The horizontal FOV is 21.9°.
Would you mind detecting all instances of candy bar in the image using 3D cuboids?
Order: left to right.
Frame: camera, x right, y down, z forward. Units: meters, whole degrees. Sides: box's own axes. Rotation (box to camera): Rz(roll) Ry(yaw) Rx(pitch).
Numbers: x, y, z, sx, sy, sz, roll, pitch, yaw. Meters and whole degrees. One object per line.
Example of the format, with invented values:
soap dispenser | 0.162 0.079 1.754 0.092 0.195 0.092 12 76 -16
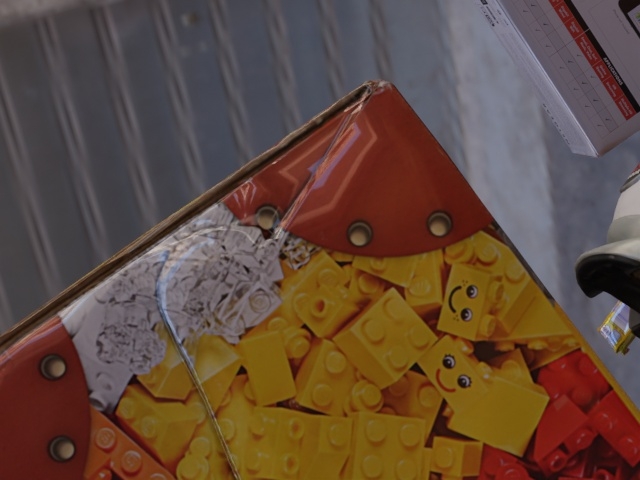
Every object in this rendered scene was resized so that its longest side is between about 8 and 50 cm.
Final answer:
candy bar | 0.303 0.038 1.502 0.040 0.018 0.161 45 121 26

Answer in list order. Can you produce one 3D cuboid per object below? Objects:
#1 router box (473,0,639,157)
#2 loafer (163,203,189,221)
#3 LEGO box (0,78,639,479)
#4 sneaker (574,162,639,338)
router box | 0.283 -0.297 1.559 0.335 0.301 0.082 56 177 -9
loafer | -0.142 0.049 1.688 0.319 0.111 0.112 -29 40 41
LEGO box | 0.043 0.181 0.734 0.372 0.193 0.500 53 173 5
sneaker | 0.310 0.047 0.900 0.330 0.146 0.122 36 159 -8
